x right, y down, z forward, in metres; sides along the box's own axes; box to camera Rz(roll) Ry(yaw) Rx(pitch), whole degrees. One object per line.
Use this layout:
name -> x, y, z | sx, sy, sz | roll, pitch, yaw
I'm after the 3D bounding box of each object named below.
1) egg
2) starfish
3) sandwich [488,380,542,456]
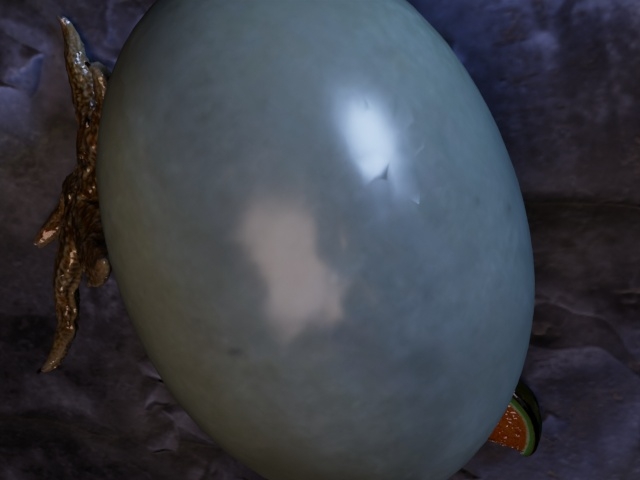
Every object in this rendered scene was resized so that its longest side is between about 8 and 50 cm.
egg -> 0.000, 0.000, 0.502 | 0.258, 0.258, 0.352 | -12, 116, 21
starfish -> -0.180, -0.029, 0.597 | 0.062, 0.235, 0.278 | 7, 91, -25
sandwich -> 0.141, 0.137, 0.672 | 0.101, 0.026, 0.069 | 18, 125, 10
